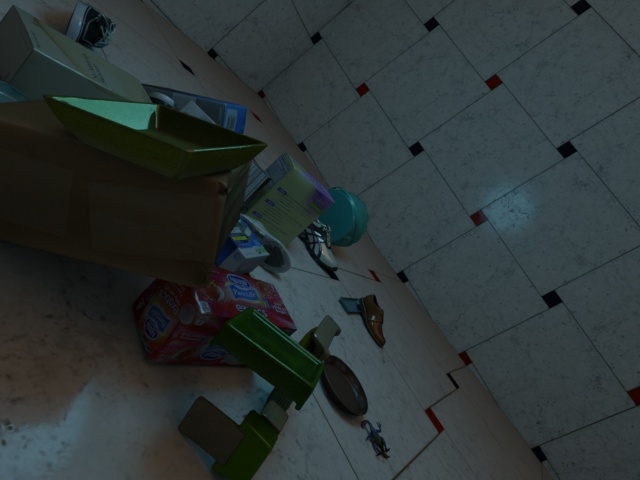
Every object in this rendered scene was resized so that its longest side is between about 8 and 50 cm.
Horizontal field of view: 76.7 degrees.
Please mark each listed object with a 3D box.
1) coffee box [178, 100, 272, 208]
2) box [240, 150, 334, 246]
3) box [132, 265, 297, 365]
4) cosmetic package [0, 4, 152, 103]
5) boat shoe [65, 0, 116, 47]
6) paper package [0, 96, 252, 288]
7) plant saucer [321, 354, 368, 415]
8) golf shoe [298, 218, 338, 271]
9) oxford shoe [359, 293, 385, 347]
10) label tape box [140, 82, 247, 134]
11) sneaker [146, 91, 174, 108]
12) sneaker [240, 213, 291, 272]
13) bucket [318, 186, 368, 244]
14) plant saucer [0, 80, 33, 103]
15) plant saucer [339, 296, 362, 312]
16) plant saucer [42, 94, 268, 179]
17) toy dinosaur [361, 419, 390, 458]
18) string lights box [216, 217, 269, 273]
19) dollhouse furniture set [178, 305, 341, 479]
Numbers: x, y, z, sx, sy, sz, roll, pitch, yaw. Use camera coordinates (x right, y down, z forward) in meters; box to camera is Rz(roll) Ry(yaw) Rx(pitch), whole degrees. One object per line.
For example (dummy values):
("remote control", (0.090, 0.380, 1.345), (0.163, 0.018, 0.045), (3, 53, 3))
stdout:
("coffee box", (-0.299, -0.227, 1.161), (0.297, 0.119, 0.168), (44, -17, -13))
("box", (-0.120, -0.134, 1.362), (0.213, 0.243, 0.117), (36, 20, -40))
("box", (-0.178, 0.137, 0.722), (0.257, 0.128, 0.122), (28, 24, -55))
("cosmetic package", (-0.549, -0.361, 0.930), (0.160, 0.113, 0.309), (55, 14, 20))
("boat shoe", (-0.691, -0.645, 1.233), (0.105, 0.113, 0.306), (23, 17, -30))
("paper package", (-0.290, -0.093, 0.639), (0.325, 0.168, 0.309), (15, 20, -7))
("plant saucer", (0.056, 0.370, 1.026), (0.168, 0.029, 0.168), (46, 14, -15))
("golf shoe", (0.000, 0.000, 1.632), (0.273, 0.120, 0.105), (54, 13, 12))
("oxford shoe", (0.214, 0.303, 1.554), (0.076, 0.076, 0.212), (36, 32, -55))
("label tape box", (-0.447, -0.433, 1.339), (0.348, 0.115, 0.249), (12, 17, 2))
("sneaker", (-0.495, -0.344, 1.130), (0.079, 0.121, 0.217), (24, -6, -42))
("sneaker", (-0.171, -0.003, 1.194), (0.232, 0.090, 0.115), (47, 11, -13))
("bucket", (0.067, -0.107, 1.832), (0.281, 0.281, 0.183), (53, 18, 14))
("plant saucer", (-0.575, -0.248, 0.742), (0.119, 0.021, 0.119), (46, 14, -15))
("plant saucer", (0.125, 0.252, 1.560), (0.067, 0.018, 0.192), (56, 15, 23))
("plant saucer", (-0.189, -0.124, 0.498), (0.188, 0.045, 0.188), (22, 20, 12))
("toy dinosaur", (0.129, 0.481, 0.985), (0.082, 0.047, 0.090), (-127, -159, -50))
("string lights box", (-0.258, -0.035, 1.030), (0.259, 0.077, 0.133), (51, 15, 10))
("dollhouse furniture set", (-0.092, 0.219, 0.696), (0.151, 0.197, 0.301), (34, 10, 7))
